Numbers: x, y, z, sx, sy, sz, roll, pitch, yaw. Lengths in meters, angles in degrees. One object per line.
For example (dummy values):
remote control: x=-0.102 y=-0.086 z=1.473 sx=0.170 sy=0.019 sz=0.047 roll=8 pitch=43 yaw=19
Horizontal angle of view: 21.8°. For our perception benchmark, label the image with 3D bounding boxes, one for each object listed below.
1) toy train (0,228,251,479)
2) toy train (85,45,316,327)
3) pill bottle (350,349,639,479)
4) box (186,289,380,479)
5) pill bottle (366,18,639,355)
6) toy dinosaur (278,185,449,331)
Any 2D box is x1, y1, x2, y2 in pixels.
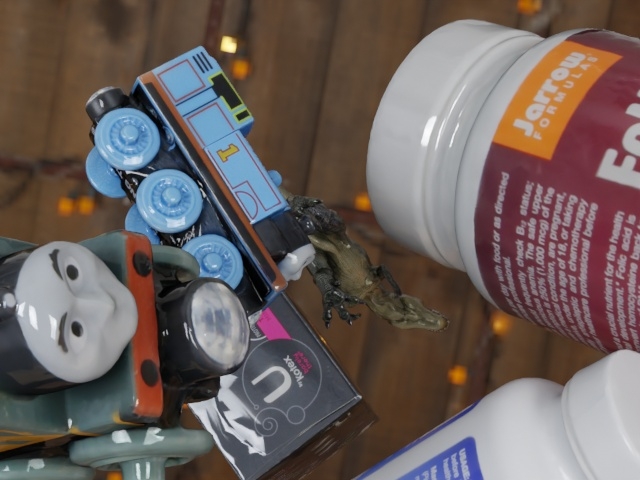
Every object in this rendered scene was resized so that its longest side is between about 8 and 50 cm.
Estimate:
toy train: x=-0.203 y=0.075 z=0.892 sx=0.334 sy=0.142 sz=0.190 roll=-16 pitch=-18 yaw=34
toy train: x=-0.076 y=-0.032 z=1.079 sx=0.105 sy=0.184 sz=0.080 roll=-31 pitch=-8 yaw=-21
pill bottle: x=0.120 y=0.185 z=1.102 sx=0.272 sy=0.152 sz=0.152 roll=-35 pitch=-22 yaw=30
box: x=-0.048 y=0.148 z=1.672 sx=0.165 sy=0.143 sz=0.270 roll=53 pitch=-2 yaw=11
pill bottle: x=0.238 y=-0.024 z=1.176 sx=0.392 sy=0.224 sz=0.224 roll=22 pitch=12 yaw=38
toy dinosaur: x=0.000 y=0.000 z=1.321 sx=0.268 sy=0.064 sz=0.118 roll=48 pitch=10 yaw=-13
